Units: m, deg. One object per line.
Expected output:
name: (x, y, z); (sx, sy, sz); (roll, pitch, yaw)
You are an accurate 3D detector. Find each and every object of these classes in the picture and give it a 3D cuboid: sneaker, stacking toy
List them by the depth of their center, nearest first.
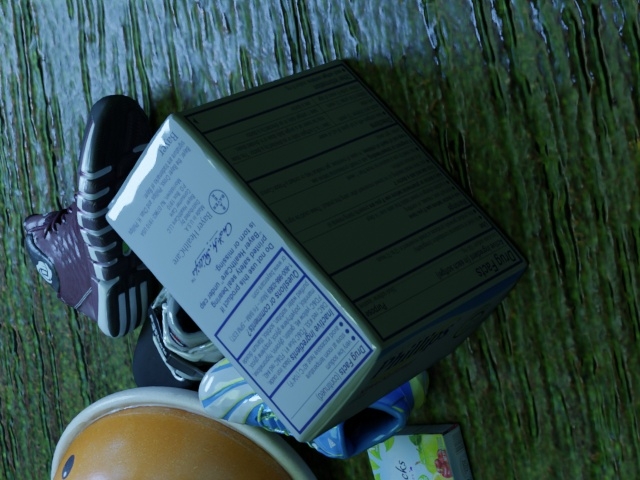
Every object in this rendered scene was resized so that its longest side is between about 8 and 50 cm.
sneaker: (-0.015, 0.160, 1.614); (0.240, 0.126, 0.091); (-8, 112, 12)
stacking toy: (-0.212, 0.402, 1.639); (0.351, 0.480, 0.350); (11, 121, 18)
sneaker: (-0.133, 0.081, 1.714); (0.122, 0.146, 0.330); (51, 129, 10)
sneaker: (-0.272, -0.037, 1.801); (0.162, 0.106, 0.281); (18, 116, 34)

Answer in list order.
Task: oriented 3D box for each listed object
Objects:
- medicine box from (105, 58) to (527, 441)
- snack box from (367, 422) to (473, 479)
medicine box: (0.000, 0.000, 1.509); (0.289, 0.263, 0.149); (49, 128, 13)
snack box: (0.110, 0.260, 1.663); (0.100, 0.037, 0.141); (-8, 100, 39)
